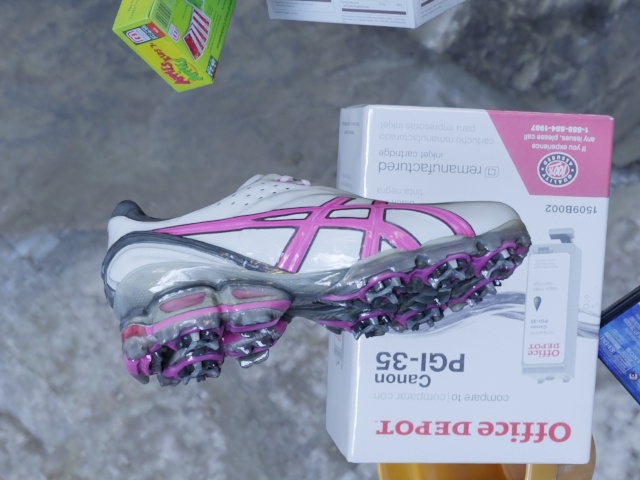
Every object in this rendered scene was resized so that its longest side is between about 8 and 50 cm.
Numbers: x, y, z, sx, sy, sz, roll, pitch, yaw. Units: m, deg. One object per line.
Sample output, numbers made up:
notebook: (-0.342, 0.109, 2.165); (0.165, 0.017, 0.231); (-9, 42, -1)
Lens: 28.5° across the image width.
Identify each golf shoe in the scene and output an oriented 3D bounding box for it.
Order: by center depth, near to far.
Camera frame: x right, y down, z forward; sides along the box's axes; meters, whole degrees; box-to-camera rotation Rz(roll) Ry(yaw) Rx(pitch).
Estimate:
golf shoe: (0.000, 0.000, 0.537); (0.186, 0.086, 0.067); (-10, 152, -16)

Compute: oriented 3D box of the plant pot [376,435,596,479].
plant pot: (0.198, 0.234, 1.376); (0.188, 0.205, 0.205); (10, 111, -45)

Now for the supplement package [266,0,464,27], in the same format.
supplement package: (0.087, -0.346, 1.388); (0.262, 0.204, 0.145); (-34, 125, -43)

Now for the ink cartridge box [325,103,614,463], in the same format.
ink cartridge box: (0.118, 0.035, 1.026); (0.207, 0.117, 0.283); (2, 95, -8)

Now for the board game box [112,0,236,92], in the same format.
board game box: (-0.118, -0.234, 1.123); (0.092, 0.043, 0.181); (44, 48, -42)

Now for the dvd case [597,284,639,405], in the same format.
dvd case: (0.361, 0.072, 1.011); (0.253, 0.180, 0.022); (-41, -178, 30)
